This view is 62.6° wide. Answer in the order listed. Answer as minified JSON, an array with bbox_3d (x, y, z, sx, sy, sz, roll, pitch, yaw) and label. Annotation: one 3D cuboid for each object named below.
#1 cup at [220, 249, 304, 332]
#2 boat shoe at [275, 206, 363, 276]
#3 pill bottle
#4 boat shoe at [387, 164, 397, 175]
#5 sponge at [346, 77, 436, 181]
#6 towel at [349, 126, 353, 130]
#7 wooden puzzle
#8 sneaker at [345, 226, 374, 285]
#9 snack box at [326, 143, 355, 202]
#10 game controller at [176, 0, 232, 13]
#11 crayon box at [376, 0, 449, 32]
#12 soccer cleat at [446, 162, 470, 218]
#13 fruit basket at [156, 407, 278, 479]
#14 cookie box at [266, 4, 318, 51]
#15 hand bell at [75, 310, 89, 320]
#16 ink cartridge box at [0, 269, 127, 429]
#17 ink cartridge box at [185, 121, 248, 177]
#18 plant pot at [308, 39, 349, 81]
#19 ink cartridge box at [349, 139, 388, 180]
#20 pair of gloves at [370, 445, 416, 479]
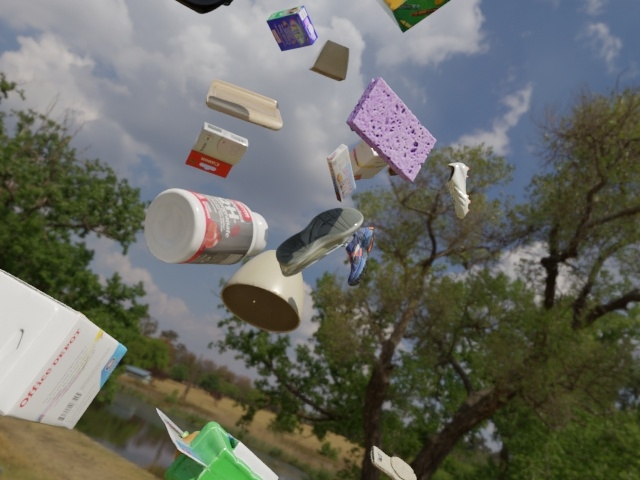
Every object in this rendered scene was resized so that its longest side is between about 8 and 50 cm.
[{"bbox_3d":[-0.199,0.179,2.097,0.331,0.237,0.331,14,-36,11],"label":"cup"},{"bbox_3d":[0.001,0.002,1.683,0.118,0.320,0.103,42,-24,30],"label":"boat shoe"},{"bbox_3d":[-0.274,-0.025,1.347,0.176,0.176,0.318,9,1,28],"label":"pill bottle"},{"bbox_3d":[0.332,-0.313,2.137,0.073,0.207,0.073,-1,-67,27],"label":"boat shoe"},{"bbox_3d":[0.157,-0.235,1.137,0.210,0.117,0.031,38,-12,-31],"label":"sponge"},{"bbox_3d":[0.146,-0.356,1.557,0.119,0.067,0.029,3,-19,27],"label":"towel"},{"bbox_3d":[-0.224,-0.394,1.547,0.220,0.239,0.044,16,-63,-16],"label":"wooden puzzle"},{"bbox_3d":[0.125,0.054,1.820,0.087,0.221,0.083,10,-23,14],"label":"sneaker"},{"bbox_3d":[0.059,-0.182,1.447,0.022,0.064,0.178,33,-21,29],"label":"snack box"},{"bbox_3d":[-0.392,-0.746,1.511,0.319,0.166,0.067,34,-42,19],"label":"game controller"},{"bbox_3d":[0.247,-0.734,1.521,0.165,0.278,0.081,-32,-44,13],"label":"crayon box"},{"bbox_3d":[0.466,-0.170,1.803,0.076,0.196,0.068,4,-10,-12],"label":"soccer cleat"},{"bbox_3d":[-0.237,0.525,1.232,0.327,0.165,0.353,48,-15,-14],"label":"fruit basket"},{"bbox_3d":[-0.074,-0.548,1.363,0.107,0.040,0.092,4,-39,36],"label":"cookie box"},{"bbox_3d":[-0.757,0.309,1.453,0.126,0.242,0.126,18,-57,29],"label":"hand bell"},{"bbox_3d":[-0.548,0.219,1.015,0.197,0.198,0.270,27,-23,10],"label":"ink cartridge box"},{"bbox_3d":[-0.425,-0.348,2.136,0.189,0.066,0.232,19,-52,-24],"label":"ink cartridge box"},{"bbox_3d":[0.035,-0.571,1.664,0.109,0.096,0.109,17,10,-13],"label":"plant pot"},{"bbox_3d":[0.157,-0.254,1.570,0.115,0.067,0.198,-12,-17,-35],"label":"ink cartridge box"},{"bbox_3d":[0.234,0.739,1.546,0.204,0.042,0.240,32,18,-16],"label":"pair of gloves"}]
